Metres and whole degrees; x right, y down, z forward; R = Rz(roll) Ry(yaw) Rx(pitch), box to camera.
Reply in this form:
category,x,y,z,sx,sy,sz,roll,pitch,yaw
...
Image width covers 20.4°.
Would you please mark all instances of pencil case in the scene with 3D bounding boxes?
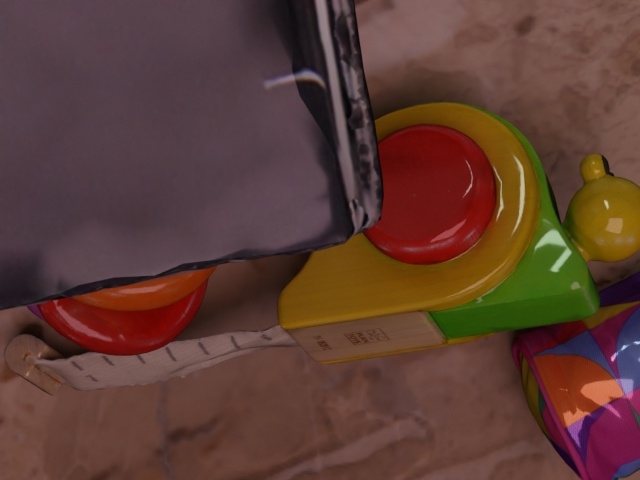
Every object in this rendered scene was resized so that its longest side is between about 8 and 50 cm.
category,x,y,z,sx,sy,sz,roll,pitch,yaw
pencil case,0.221,0.047,0.929,0.236,0.104,0.104,-24,109,1

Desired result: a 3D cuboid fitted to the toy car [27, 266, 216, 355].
category,x,y,z,sx,sy,sz,roll,pitch,yaw
toy car,-0.106,-0.017,0.823,0.159,0.182,0.136,-25,113,-21

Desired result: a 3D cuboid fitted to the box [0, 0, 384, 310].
category,x,y,z,sx,sy,sz,roll,pitch,yaw
box,-0.181,-0.259,0.580,0.297,0.480,0.472,-13,108,-2

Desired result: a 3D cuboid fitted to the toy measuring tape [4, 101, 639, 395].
category,x,y,z,sx,sy,sz,roll,pitch,yaw
toy measuring tape,0.000,0.000,0.894,0.330,0.121,0.121,-10,109,14
